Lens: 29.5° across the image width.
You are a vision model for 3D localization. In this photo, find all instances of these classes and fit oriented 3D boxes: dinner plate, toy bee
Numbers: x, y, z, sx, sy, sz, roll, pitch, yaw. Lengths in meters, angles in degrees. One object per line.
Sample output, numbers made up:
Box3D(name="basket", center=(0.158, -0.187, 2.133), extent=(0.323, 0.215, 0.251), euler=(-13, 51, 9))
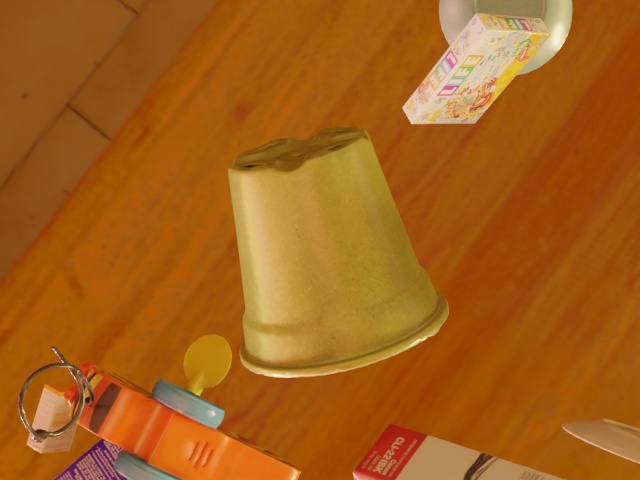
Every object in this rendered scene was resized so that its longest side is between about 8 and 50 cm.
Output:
Box3D(name="dinner plate", center=(0.246, 0.153, 0.885), extent=(0.141, 0.141, 0.017), euler=(20, 91, 22))
Box3D(name="toy bee", center=(-0.162, 0.160, 1.144), extent=(0.195, 0.298, 0.162), euler=(-44, 31, -17))

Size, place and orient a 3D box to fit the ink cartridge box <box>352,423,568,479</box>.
Box3D(name="ink cartridge box", center=(0.194, 0.387, 1.642), extent=(0.273, 0.197, 0.114), euler=(13, 37, 28))

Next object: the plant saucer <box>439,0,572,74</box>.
Box3D(name="plant saucer", center=(0.269, -0.335, 1.747), extent=(0.195, 0.037, 0.195), euler=(0, 90, -2))

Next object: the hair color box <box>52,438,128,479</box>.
Box3D(name="hair color box", center=(-0.318, 0.406, 1.874), extent=(0.339, 0.185, 0.110), euler=(-39, 55, -5))

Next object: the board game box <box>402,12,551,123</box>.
Box3D(name="board game box", center=(0.174, -0.190, 1.372), extent=(0.154, 0.103, 0.026), euler=(-51, 55, 42))

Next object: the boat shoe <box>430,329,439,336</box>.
Box3D(name="boat shoe", center=(0.095, 0.084, 1.610), extent=(0.142, 0.040, 0.049), euler=(33, 91, 10))

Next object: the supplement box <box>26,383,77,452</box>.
Box3D(name="supplement box", center=(-0.395, 0.266, 1.827), extent=(0.036, 0.062, 0.098), euler=(21, 96, 32))

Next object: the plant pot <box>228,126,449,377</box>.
Box3D(name="plant pot", center=(0.000, 0.000, 1.536), extent=(0.276, 0.276, 0.253), euler=(-11, 105, 15))
